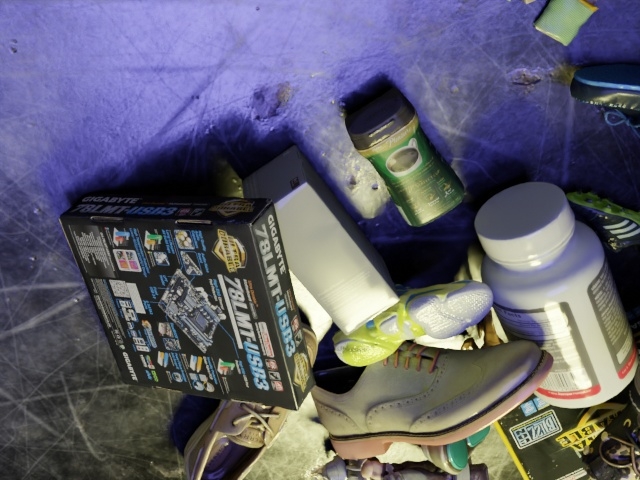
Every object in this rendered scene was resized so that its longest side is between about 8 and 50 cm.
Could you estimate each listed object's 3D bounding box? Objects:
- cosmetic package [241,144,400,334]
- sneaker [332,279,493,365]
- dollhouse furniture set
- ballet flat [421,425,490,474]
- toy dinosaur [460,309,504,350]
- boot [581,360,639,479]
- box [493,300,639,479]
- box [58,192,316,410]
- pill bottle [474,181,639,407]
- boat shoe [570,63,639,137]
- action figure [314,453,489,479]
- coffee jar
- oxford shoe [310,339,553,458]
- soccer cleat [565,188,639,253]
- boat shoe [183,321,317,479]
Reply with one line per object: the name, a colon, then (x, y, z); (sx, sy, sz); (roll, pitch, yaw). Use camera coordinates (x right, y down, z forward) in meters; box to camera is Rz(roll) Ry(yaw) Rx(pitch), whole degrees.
cosmetic package: (0.000, 0.000, 1.173); (0.107, 0.127, 0.238); (-36, 116, 11)
sneaker: (0.125, 0.088, 1.233); (0.240, 0.126, 0.091); (-21, 127, 11)
dollhouse furniture set: (0.293, -0.306, 1.090); (0.152, 0.058, 0.076); (23, 113, -20)
ballet flat: (0.202, 0.316, 1.344); (0.086, 0.248, 0.086); (-1, 88, 25)
toy dinosaur: (0.263, 0.159, 1.306); (0.064, 0.112, 0.211); (-20, 112, -14)
boot: (0.489, 0.262, 1.232); (0.377, 0.138, 0.284); (-15, 139, -53)
box: (0.455, 0.273, 1.427); (0.322, 0.079, 0.257); (-27, 118, 6)
box: (-0.173, 0.081, 1.143); (0.294, 0.073, 0.295); (2, 122, 25)
pill bottle: (0.339, 0.078, 1.242); (0.176, 0.176, 0.318); (-26, 120, 5)
boat shoe: (0.461, -0.181, 1.161); (0.258, 0.109, 0.089); (5, 121, -9)
action figure: (0.128, 0.386, 1.390); (0.285, 0.185, 0.099); (4, 88, -16)
coffee jar: (0.114, -0.113, 1.155); (0.096, 0.079, 0.184); (-31, 120, 11)
oxford shoe: (0.142, 0.209, 1.244); (0.397, 0.140, 0.146); (-26, 102, 32)
soccer cleat: (0.432, -0.023, 1.270); (0.179, 0.060, 0.072); (17, 116, -21)
boat shoe: (-0.103, 0.274, 1.315); (0.122, 0.110, 0.341); (22, 113, -20)
